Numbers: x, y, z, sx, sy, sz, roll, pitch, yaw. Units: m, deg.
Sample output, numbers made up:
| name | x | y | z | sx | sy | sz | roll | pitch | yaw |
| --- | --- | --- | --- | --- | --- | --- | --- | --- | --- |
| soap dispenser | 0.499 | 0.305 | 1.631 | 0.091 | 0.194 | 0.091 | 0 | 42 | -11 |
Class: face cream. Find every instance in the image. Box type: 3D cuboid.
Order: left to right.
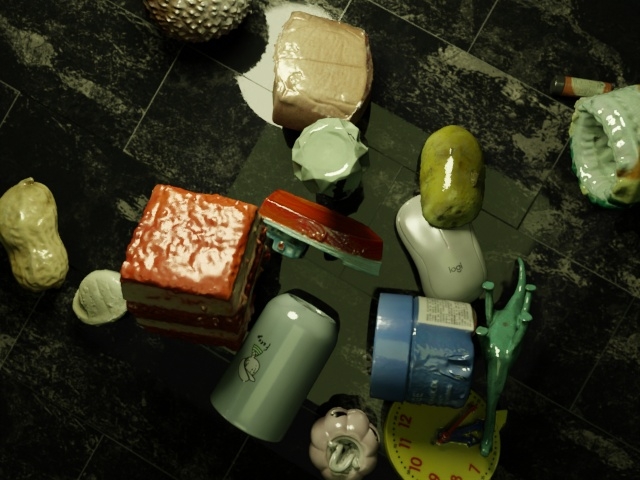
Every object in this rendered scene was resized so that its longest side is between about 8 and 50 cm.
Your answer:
| name | x | y | z | sx | sy | sz | roll | pitch | yaw |
| --- | --- | --- | --- | --- | --- | --- | --- | --- | --- |
| face cream | 0.235 | 0.254 | 1.278 | 0.224 | 0.249 | 0.249 | 4 | 89 | 9 |

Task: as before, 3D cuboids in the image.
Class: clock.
| name | x | y | z | sx | sy | sz | roll | pitch | yaw |
| --- | --- | --- | --- | --- | --- | --- | --- | --- | --- |
| clock | 0.297 | 0.470 | 1.314 | 0.293 | 0.071 | 0.277 | 12 | 65 | 4 |

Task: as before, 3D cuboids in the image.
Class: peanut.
| name | x | y | z | sx | sy | sz | roll | pitch | yaw |
| --- | --- | --- | --- | --- | --- | --- | --- | --- | --- |
| peanut | -0.744 | -0.011 | 1.399 | 0.142 | 0.159 | 0.292 | -15 | 87 | 29 |

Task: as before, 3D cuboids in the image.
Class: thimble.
| name | x | y | z | sx | sy | sz | roll | pitch | yaw |
| --- | --- | --- | --- | --- | --- | --- | --- | --- | --- |
| thimble | 0.700 | -0.218 | 1.269 | 0.167 | 0.254 | 0.289 | -12 | 75 | 1 |

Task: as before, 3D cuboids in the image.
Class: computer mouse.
| name | x | y | z | sx | sy | sz | roll | pitch | yaw |
| --- | --- | --- | --- | --- | --- | --- | --- | --- | --- |
| computer mouse | 0.300 | 0.023 | 1.353 | 0.184 | 0.121 | 0.297 | -16 | 89 | 4 |

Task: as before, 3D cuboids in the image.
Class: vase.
| name | x | y | z | sx | sy | sz | roll | pitch | yaw |
| --- | --- | --- | --- | --- | --- | --- | --- | --- | --- |
| vase | 0.031 | -0.165 | 1.252 | 0.164 | 0.360 | 0.165 | 0 | 88 | 4 |

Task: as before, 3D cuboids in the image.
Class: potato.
| name | x | y | z | sx | sy | sz | roll | pitch | yaw |
| --- | --- | --- | --- | --- | --- | --- | --- | --- | --- |
| potato | 0.327 | -0.170 | 1.317 | 0.160 | 0.111 | 0.272 | 9 | 65 | -2 |

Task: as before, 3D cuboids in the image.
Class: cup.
| name | x | y | z | sx | sy | sz | roll | pitch | yaw |
| --- | --- | --- | --- | --- | --- | --- | --- | --- | --- |
| cup | -0.103 | 0.295 | 1.327 | 0.205 | 0.205 | 0.312 | 30 | 89 | 4 |

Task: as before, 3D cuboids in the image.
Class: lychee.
| name | x | y | z | sx | sy | sz | roll | pitch | yaw |
| --- | --- | --- | --- | --- | --- | --- | --- | --- | --- |
| lychee | -0.306 | -0.631 | 1.329 | 0.299 | 0.300 | 0.301 | 0 | 88 | 3 |

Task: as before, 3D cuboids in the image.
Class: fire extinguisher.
| name | x | y | z | sx | sy | sz | roll | pitch | yaw |
| --- | --- | --- | --- | --- | --- | --- | --- | --- | --- |
| fire extinguisher | 0.668 | -0.374 | 1.374 | 0.177 | 0.050 | 0.062 | 10 | 70 | 4 |

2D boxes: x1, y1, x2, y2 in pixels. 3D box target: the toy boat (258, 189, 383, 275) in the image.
| name | x | y | z | sx | sy | sz | roll | pitch | yaw |
| --- | --- | --- | --- | --- | --- | --- | --- | --- | --- |
| toy boat | 0.000 | 0.000 | 1.366 | 0.331 | 0.145 | 0.133 | 23 | 112 | 6 |

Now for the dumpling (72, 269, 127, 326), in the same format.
| name | x | y | z | sx | sy | sz | roll | pitch | yaw |
| --- | --- | --- | --- | --- | --- | --- | --- | --- | --- |
| dumpling | -0.553 | 0.149 | 1.412 | 0.176 | 0.092 | 0.150 | 21 | 89 | 3 |

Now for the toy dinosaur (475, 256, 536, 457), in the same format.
| name | x | y | z | sx | sy | sz | roll | pitch | yaw |
| --- | --- | --- | --- | --- | --- | --- | --- | --- | --- |
| toy dinosaur | 0.439 | 0.275 | 1.326 | 0.129 | 0.383 | 0.331 | 9 | 123 | 27 |

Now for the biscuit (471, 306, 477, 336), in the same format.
| name | x | y | z | sx | sy | sz | roll | pitch | yaw |
| --- | --- | --- | --- | --- | --- | --- | --- | --- | --- |
| biscuit | 0.356 | 0.207 | 1.394 | 0.078 | 0.015 | 0.091 | 9 | 89 | 5 |

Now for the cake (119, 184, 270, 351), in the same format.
| name | x | y | z | sx | sy | sz | roll | pitch | yaw |
| --- | --- | --- | --- | --- | --- | --- | --- | --- | --- |
| cake | -0.275 | 0.068 | 1.251 | 0.269 | 0.320 | 0.270 | 10 | 62 | 3 |

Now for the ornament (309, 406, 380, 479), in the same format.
| name | x | y | z | sx | sy | sz | roll | pitch | yaw |
| --- | --- | --- | --- | --- | --- | --- | --- | --- | --- |
| ornament | 0.058 | 0.497 | 1.331 | 0.177 | 0.177 | 0.178 | 0 | 88 | 3 |

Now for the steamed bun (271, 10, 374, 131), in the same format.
| name | x | y | z | sx | sy | sz | roll | pitch | yaw |
| --- | --- | --- | --- | --- | --- | --- | --- | --- | --- |
| steamed bun | -0.006 | -0.381 | 1.346 | 0.251 | 0.199 | 0.302 | 13 | 68 | -9 |
